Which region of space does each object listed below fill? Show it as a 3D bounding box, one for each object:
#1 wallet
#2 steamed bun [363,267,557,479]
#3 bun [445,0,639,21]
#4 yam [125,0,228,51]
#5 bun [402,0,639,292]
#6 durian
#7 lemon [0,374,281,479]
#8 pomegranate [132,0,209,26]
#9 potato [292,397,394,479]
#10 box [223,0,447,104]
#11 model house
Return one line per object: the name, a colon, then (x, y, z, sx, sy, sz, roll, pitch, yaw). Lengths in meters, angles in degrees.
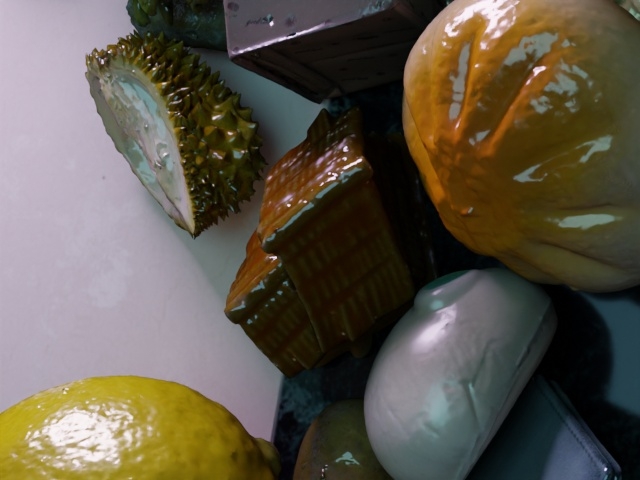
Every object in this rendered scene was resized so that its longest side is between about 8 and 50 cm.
wallet: (0.158, 0.278, 1.219, 0.054, 0.251, 0.290, 29, 100, -13)
steamed bun: (0.120, 0.119, 1.271, 0.130, 0.177, 0.228, 30, 70, 9)
bun: (0.286, -0.254, 1.211, 0.364, 0.202, 0.364, 33, 141, 33)
yam: (-0.124, -0.244, 1.518, 0.179, 0.078, 0.078, 12, 89, 29)
bun: (0.178, -0.070, 1.187, 0.165, 0.299, 0.299, -37, 60, -27)
durian: (-0.152, -0.124, 1.484, 0.138, 0.183, 0.250, -39, 77, -7)
lemon: (-0.193, 0.289, 1.347, 0.364, 0.364, 0.364, -4, 81, 27)
pomegranate: (-0.191, -0.377, 1.443, 0.236, 0.236, 0.302, -25, 76, 23)
potato: (0.037, 0.245, 1.345, 0.137, 0.137, 0.176, 2, 63, 28)
box: (0.015, -0.317, 1.372, 0.190, 0.225, 0.297, -14, 78, 23)
model house: (0.001, 0.000, 1.340, 0.199, 0.229, 0.220, -27, 71, 16)
